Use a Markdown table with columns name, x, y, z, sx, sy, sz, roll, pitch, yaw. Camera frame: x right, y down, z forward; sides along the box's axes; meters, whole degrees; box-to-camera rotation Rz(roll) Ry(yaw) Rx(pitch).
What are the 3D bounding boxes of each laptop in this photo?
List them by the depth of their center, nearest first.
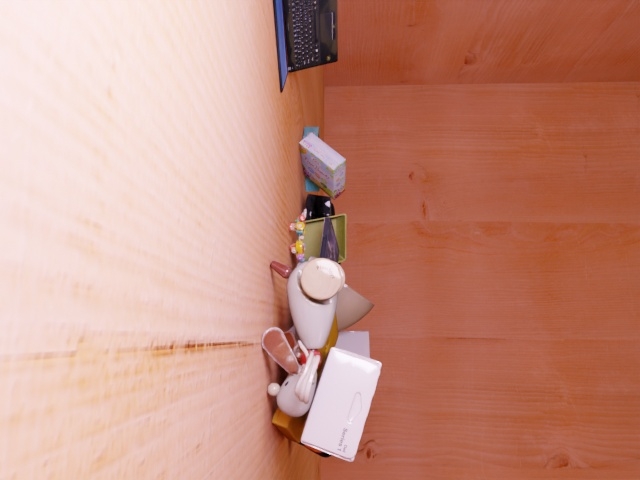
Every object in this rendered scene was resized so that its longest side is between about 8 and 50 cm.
| name | x | y | z | sx | sy | sz | roll | pitch | yaw |
| --- | --- | --- | --- | --- | --- | --- | --- | --- | --- |
| laptop | -0.029 | -0.534 | 1.139 | 0.136 | 0.264 | 0.235 | 41 | -35 | 41 |

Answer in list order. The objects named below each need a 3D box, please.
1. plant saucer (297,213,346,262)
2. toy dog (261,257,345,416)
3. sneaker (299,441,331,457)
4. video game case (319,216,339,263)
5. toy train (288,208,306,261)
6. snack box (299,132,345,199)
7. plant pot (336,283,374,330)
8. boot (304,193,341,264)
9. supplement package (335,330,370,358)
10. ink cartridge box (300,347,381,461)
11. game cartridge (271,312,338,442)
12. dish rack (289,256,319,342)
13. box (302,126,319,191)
| name | x | y | z | sx | sy | sz | roll | pitch | yaw |
| --- | --- | --- | --- | --- | --- | --- | --- | --- | --- |
| plant saucer | 0.000 | 0.000 | 1.603 | 0.045 | 0.188 | 0.188 | -138 | -138 | -57 |
| toy dog | -0.057 | 0.169 | 0.927 | 0.220 | 0.160 | 0.334 | 91 | 15 | -61 |
| sneaker | -0.030 | 0.496 | 1.339 | 0.321 | 0.180 | 0.124 | 58 | -22 | 6 |
| video game case | 0.026 | 0.092 | 1.459 | 0.196 | 0.026 | 0.275 | 73 | 19 | -53 |
| toy train | -0.068 | -0.007 | 1.331 | 0.125 | 0.046 | 0.167 | -86 | 178 | -71 |
| snack box | 0.010 | -0.269 | 1.656 | 0.070 | 0.174 | 0.207 | -42 | 159 | -17 |
| plant pot | 0.042 | 0.249 | 1.771 | 0.191 | 0.284 | 0.284 | -55 | 175 | -3 |
| boot | 0.012 | -0.001 | 1.860 | 0.445 | 0.146 | 0.368 | -90 | 172 | -88 |
| supplement package | 0.065 | 0.484 | 1.802 | 0.204 | 0.261 | 0.145 | -87 | 175 | -48 |
| ink cartridge box | 0.042 | 0.364 | 1.036 | 0.278 | 0.117 | 0.202 | 93 | 16 | -74 |
| game cartridge | -0.029 | 0.337 | 1.161 | 0.285 | 0.052 | 0.324 | 82 | 27 | -58 |
| dish rack | -0.030 | 0.198 | 1.403 | 0.333 | 0.072 | 0.286 | 19 | 69 | -76 |
| box | -0.034 | -0.328 | 1.828 | 0.101 | 0.060 | 0.245 | -86 | 176 | -53 |
